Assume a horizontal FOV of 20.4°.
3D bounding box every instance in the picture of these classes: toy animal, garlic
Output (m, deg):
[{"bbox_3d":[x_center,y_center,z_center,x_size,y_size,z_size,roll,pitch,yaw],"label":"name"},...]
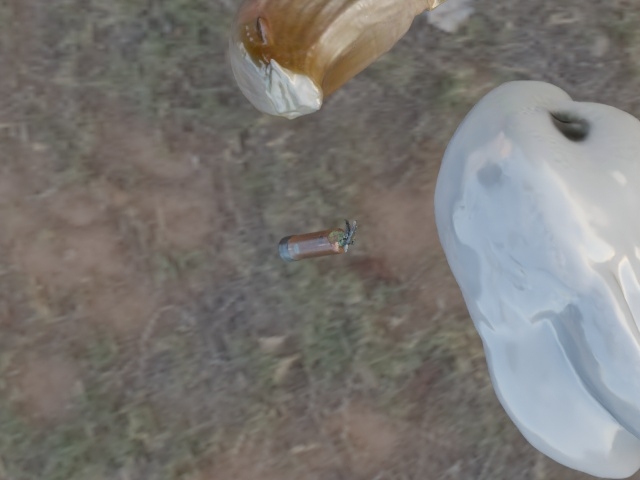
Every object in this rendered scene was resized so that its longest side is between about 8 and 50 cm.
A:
[{"bbox_3d":[0.210,0.061,0.993,0.194,0.357,0.257,-17,52,57],"label":"toy animal"},{"bbox_3d":[0.020,-0.157,1.311,0.128,0.198,0.090,23,134,48],"label":"garlic"}]

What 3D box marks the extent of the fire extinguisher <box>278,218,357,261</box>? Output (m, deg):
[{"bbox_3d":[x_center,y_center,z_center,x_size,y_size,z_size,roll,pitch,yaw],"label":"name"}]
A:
[{"bbox_3d":[0.000,0.000,1.446,0.083,0.022,0.028,-10,73,48],"label":"fire extinguisher"}]
